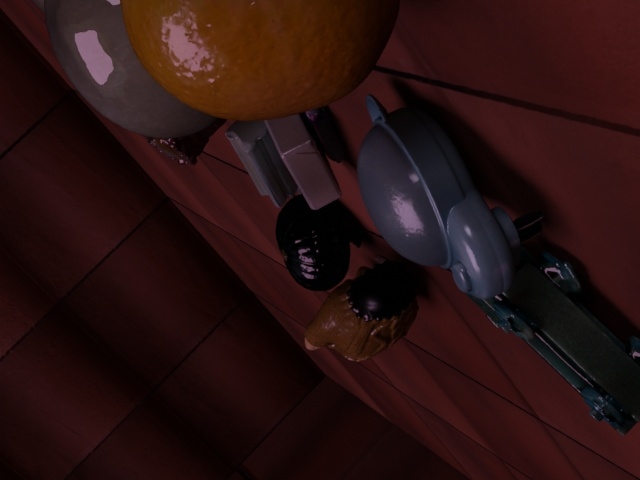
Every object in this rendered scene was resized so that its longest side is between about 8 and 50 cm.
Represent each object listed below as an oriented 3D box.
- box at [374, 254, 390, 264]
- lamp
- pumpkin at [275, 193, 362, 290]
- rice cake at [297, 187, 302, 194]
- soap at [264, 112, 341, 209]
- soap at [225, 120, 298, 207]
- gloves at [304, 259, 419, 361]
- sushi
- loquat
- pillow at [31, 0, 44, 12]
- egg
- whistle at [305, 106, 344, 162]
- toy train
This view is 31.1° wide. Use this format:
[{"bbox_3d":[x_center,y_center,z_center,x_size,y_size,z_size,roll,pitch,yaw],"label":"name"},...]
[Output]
[{"bbox_3d":[0.140,0.057,2.205,0.046,0.012,0.083,50,167,-32],"label":"box"},{"bbox_3d":[0.144,-0.046,1.438,0.284,0.147,0.209,39,165,24],"label":"lamp"},{"bbox_3d":[-0.013,0.003,2.196,0.194,0.150,0.194,47,173,8],"label":"pumpkin"},{"bbox_3d":[-0.050,-0.122,2.212,0.022,0.021,0.121,23,158,37],"label":"rice cake"},{"bbox_3d":[-0.030,-0.144,1.829,0.121,0.064,0.183,66,-176,31],"label":"soap"},{"bbox_3d":[-0.078,-0.153,1.951,0.063,0.114,0.198,38,167,29],"label":"soap"},{"bbox_3d":[0.082,0.144,2.181,0.155,0.203,0.356,54,162,0],"label":"gloves"},{"bbox_3d":[-0.291,-0.274,2.150,0.270,0.171,0.236,47,169,-26],"label":"sushi"},{"bbox_3d":[-0.057,-0.247,1.142,0.275,0.275,0.275,43,169,10],"label":"loquat"},{"bbox_3d":[-0.523,-0.511,2.232,0.322,0.120,0.255,41,169,14],"label":"pillow"},{"bbox_3d":[-0.257,-0.300,1.681,0.258,0.258,0.352,34,159,46],"label":"egg"},{"bbox_3d":[0.002,-0.180,1.769,0.033,0.033,0.176,38,168,33],"label":"whistle"},{"bbox_3d":[0.330,0.130,1.523,0.298,0.120,0.194,44,177,0],"label":"toy train"}]
